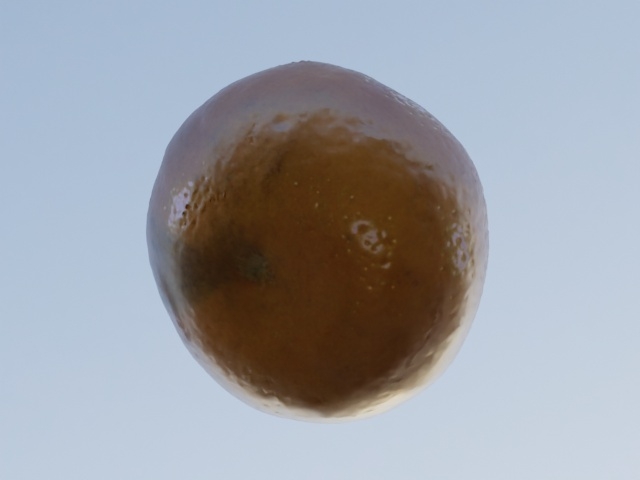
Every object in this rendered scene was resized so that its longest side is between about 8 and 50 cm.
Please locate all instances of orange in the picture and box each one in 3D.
[{"bbox_3d":[0.000,0.000,1.241,0.240,0.171,0.240,7,-67,17],"label":"orange"}]
